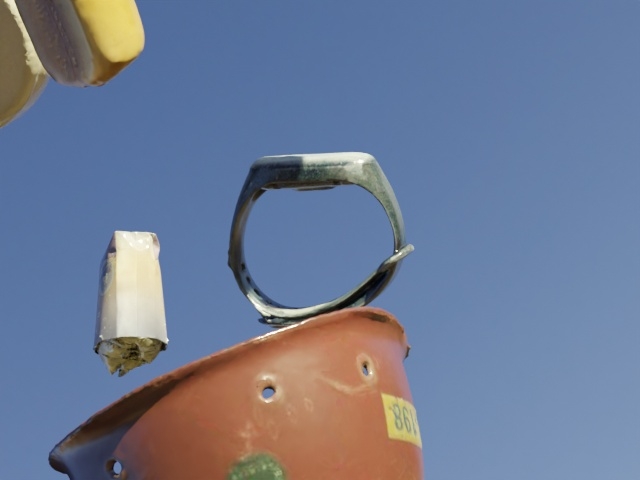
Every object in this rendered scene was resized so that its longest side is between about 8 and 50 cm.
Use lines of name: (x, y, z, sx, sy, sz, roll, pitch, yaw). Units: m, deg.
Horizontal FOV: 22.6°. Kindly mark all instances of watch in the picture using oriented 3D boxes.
watch: (0.000, 0.000, 1.783, 0.068, 0.206, 0.193, -27, -65, -72)

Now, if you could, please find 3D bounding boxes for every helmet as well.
helmet: (-0.038, 0.237, 1.429, 0.337, 0.230, 0.385, -26, -20, 6)

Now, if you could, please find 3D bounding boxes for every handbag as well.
handbag: (-0.245, 0.084, 2.080, 0.095, 0.173, 0.117, 4, -19, -13)

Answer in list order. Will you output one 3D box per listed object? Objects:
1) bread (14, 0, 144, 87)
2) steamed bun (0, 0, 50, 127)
bread: (-0.236, -0.237, 1.554, 0.085, 0.134, 0.173, -32, -73, -36)
steamed bun: (-0.436, -0.257, 1.841, 0.283, 0.177, 0.283, 2, -58, 4)
